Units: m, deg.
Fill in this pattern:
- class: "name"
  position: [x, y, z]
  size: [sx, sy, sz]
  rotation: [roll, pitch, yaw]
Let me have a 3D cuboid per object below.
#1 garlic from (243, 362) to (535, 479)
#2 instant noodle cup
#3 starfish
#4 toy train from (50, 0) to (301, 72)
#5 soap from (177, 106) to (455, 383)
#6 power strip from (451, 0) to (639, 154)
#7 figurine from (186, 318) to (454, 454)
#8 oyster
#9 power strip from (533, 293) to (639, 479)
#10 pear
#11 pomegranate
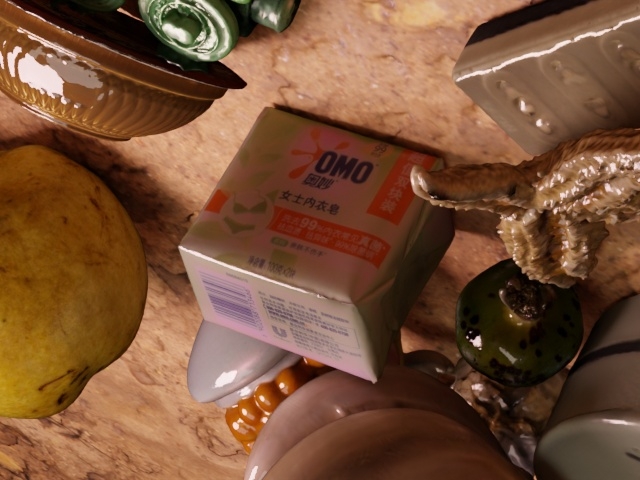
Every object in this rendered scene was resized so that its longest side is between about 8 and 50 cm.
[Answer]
- class: "garlic"
  position: [0.016, 0.252, 1.612]
  size: [0.231, 0.340, 0.246]
  rotation: [40, 163, 52]
- class: "instant noodle cup"
  position: [-0.204, -0.150, 1.504]
  size: [0.274, 0.091, 0.274]
  rotation: [24, -169, -5]
- class: "starfish"
  position: [0.252, -0.026, 1.354]
  size: [0.324, 0.082, 0.432]
  rotation: [-4, 165, 26]
- class: "toy train"
  position: [-0.122, -0.253, 1.357]
  size: [0.243, 0.132, 0.188]
  rotation: [25, 145, 11]
- class: "soap"
  position: [0.000, 0.000, 1.613]
  size: [0.199, 0.182, 0.138]
  rotation: [18, 150, 24]
- class: "power strip"
  position: [0.213, -0.134, 1.286]
  size: [0.105, 0.070, 0.256]
  rotation: [41, 151, -22]
- class: "figurine"
  position: [0.010, 0.159, 1.846]
  size: [0.205, 0.224, 0.382]
  rotation: [29, 163, 46]
- class: "oyster"
  position: [0.180, 0.220, 1.827]
  size: [0.161, 0.107, 0.233]
  rotation: [30, 116, -5]
- class: "power strip"
  position: [0.377, 0.197, 1.603]
  size: [0.357, 0.161, 0.357]
  rotation: [24, 152, 14]
- class: "pear"
  position: [-0.340, 0.052, 1.929]
  size: [0.304, 0.304, 0.304]
  rotation: [24, 153, 13]
- class: "pomegranate"
  position: [0.184, 0.069, 1.615]
  size: [0.122, 0.122, 0.161]
  rotation: [24, 162, 12]
